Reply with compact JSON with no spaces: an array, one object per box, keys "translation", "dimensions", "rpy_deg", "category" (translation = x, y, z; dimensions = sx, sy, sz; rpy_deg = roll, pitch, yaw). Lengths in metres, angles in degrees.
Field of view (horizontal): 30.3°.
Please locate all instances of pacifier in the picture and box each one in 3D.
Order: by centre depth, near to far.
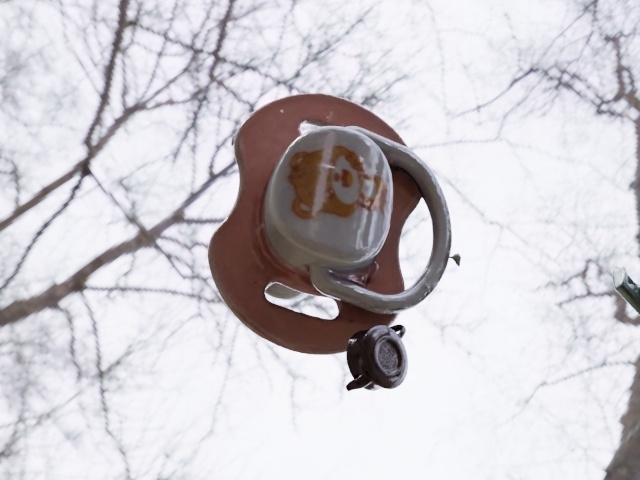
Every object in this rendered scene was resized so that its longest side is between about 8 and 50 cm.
[{"translation":[-0.007,-0.016,1.378],"dimensions":[0.273,0.332,0.220],"rpy_deg":[-11,-34,36],"category":"pacifier"}]

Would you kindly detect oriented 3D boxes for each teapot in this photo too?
[{"translation":[0.057,0.120,1.221],"dimensions":[0.045,0.100,0.067],"rpy_deg":[-16,-66,43],"category":"teapot"}]

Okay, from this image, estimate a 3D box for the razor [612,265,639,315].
[{"translation":[0.399,-0.023,1.106],"dimensions":[0.111,0.278,0.056],"rpy_deg":[44,-5,-19],"category":"razor"}]
